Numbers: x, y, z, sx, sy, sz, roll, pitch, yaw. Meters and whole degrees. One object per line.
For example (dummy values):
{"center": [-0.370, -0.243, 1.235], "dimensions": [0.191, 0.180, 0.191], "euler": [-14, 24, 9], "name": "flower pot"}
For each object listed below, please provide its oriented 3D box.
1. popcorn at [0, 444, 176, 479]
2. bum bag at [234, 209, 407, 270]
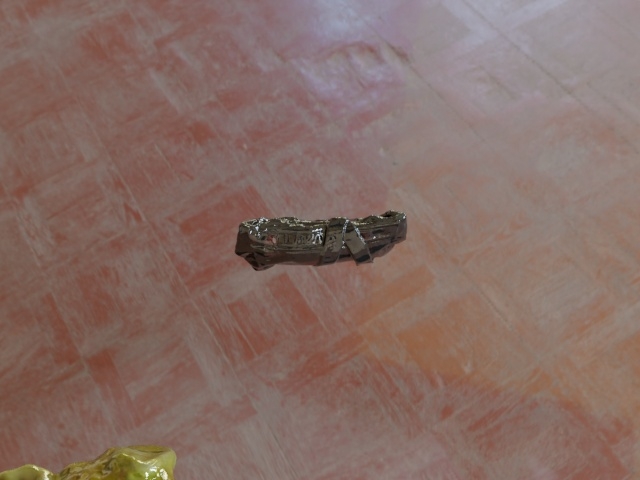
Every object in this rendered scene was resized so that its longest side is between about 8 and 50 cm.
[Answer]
{"center": [-0.320, 0.437, 1.063], "dimensions": [0.334, 0.292, 0.293], "euler": [4, 85, -22], "name": "popcorn"}
{"center": [0.000, 0.001, 0.559], "dimensions": [0.124, 0.058, 0.034], "euler": [-2, 57, -1], "name": "bum bag"}
